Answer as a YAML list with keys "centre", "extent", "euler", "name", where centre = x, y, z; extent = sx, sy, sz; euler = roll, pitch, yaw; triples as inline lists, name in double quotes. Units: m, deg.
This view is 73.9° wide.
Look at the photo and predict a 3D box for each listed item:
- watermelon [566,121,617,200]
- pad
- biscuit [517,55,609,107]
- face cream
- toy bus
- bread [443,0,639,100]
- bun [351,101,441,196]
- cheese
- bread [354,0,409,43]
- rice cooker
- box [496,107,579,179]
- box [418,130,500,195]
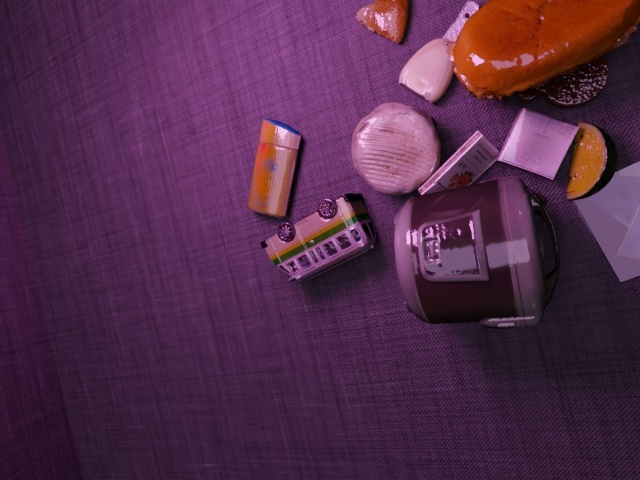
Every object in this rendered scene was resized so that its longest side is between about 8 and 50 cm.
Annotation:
- centre: [0.615, -0.177, 0.958]
  extent: [0.092, 0.075, 0.181]
  euler: [11, 100, 28]
  name: "watermelon"
- centre: [0.710, -0.041, 0.971]
  extent: [0.164, 0.004, 0.242]
  euler: [-29, 83, 24]
  name: "pad"
- centre: [0.540, -0.400, 0.992]
  extent: [0.236, 0.039, 0.179]
  euler: [33, 104, 18]
  name: "biscuit"
- centre: [-0.142, -0.222, 1.309]
  extent: [0.140, 0.067, 0.284]
  euler: [16, 102, 20]
  name: "face cream"
- centre: [0.000, 0.000, 1.226]
  extent: [0.306, 0.143, 0.178]
  euler: [-28, 86, 23]
  name: "toy bus"
- centre: [0.478, -0.444, 0.899]
  extent: [0.389, 0.183, 0.235]
  euler: [-31, 80, 21]
  name: "bread"
- centre: [0.197, -0.241, 1.107]
  extent: [0.240, 0.141, 0.238]
  euler: [1, 109, 4]
  name: "bun"
- centre: [0.312, -0.483, 1.082]
  extent: [0.127, 0.054, 0.251]
  euler: [37, 109, 14]
  name: "cheese"
- centre: [0.180, -0.585, 1.133]
  extent: [0.155, 0.054, 0.135]
  euler: [-25, 88, 27]
  name: "bread"
- centre: [0.357, 0.032, 0.966]
  extent: [0.326, 0.335, 0.334]
  euler: [-8, 92, 25]
  name: "rice cooker"
- centre: [0.509, -0.227, 1.005]
  extent: [0.130, 0.051, 0.129]
  euler: [23, 105, 10]
  name: "box"
- centre: [0.350, -0.170, 1.069]
  extent: [0.198, 0.109, 0.029]
  euler: [-47, 43, 21]
  name: "box"
